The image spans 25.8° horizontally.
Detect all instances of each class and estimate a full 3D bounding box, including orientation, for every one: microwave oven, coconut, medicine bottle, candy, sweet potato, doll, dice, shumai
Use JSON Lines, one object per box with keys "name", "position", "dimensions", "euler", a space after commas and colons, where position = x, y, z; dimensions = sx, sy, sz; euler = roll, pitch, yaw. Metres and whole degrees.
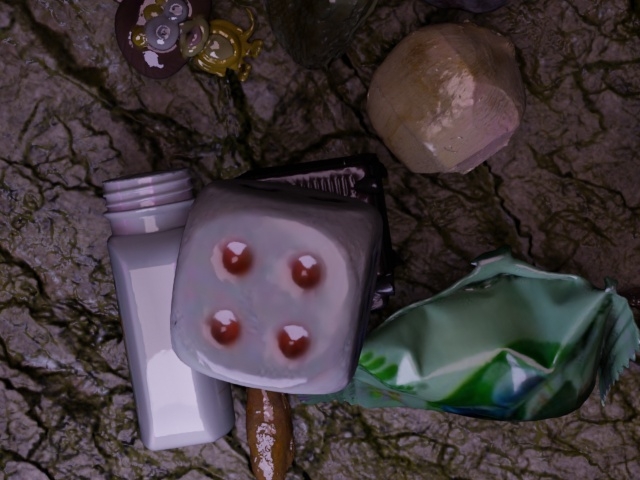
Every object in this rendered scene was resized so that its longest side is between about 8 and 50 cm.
{"name": "microwave oven", "position": [-0.002, -0.001, 1.644], "dimensions": [0.178, 0.247, 0.188], "euler": [-11, 95, 6]}
{"name": "coconut", "position": [0.154, -0.172, 1.651], "dimensions": [0.194, 0.194, 0.194], "euler": [0, 97, 2]}
{"name": "medicine bottle", "position": [-0.184, 0.077, 1.688], "dimensions": [0.124, 0.179, 0.324], "euler": [-7, 97, 3]}
{"name": "candy", "position": [0.159, 0.145, 1.652], "dimensions": [0.398, 0.263, 0.172], "euler": [-13, 64, 2]}
{"name": "sweet potato", "position": [-0.065, 0.224, 1.766], "dimensions": [0.068, 0.060, 0.206], "euler": [-8, 96, -35]}
{"name": "doll", "position": [-0.161, -0.267, 1.695], "dimensions": [0.188, 0.096, 0.145], "euler": [2, 104, -8]}
{"name": "dice", "position": [-0.043, 0.044, 1.436], "dimensions": [0.192, 0.194, 0.193], "euler": [9, 97, 8]}
{"name": "shumai", "position": [0.021, -0.301, 1.682], "dimensions": [0.142, 0.184, 0.184], "euler": [-16, 96, -23]}

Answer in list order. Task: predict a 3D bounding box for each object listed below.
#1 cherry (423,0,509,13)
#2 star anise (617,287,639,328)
{"name": "cherry", "position": [0.169, -0.358, 1.626], "dimensions": [0.195, 0.195, 0.195], "euler": [0, 97, 2]}
{"name": "star anise", "position": [0.440, 0.070, 1.726], "dimensions": [0.129, 0.056, 0.124], "euler": [-36, 93, 6]}
